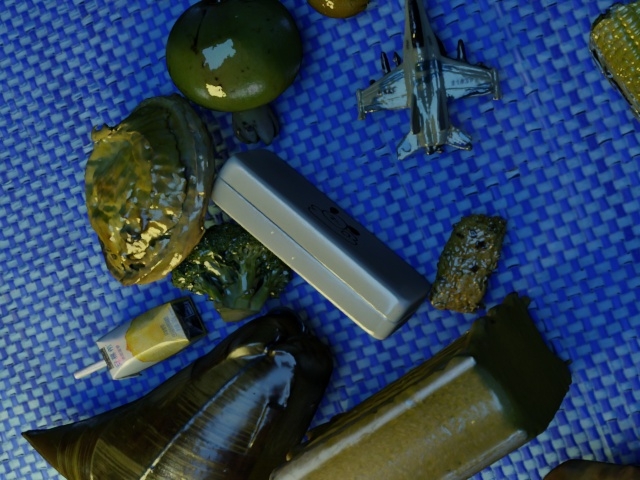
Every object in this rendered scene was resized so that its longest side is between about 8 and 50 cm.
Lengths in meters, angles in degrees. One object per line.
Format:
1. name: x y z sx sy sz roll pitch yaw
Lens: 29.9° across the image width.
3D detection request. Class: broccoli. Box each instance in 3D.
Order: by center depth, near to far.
1. broccoli: -0.120 0.043 1.660 0.146 0.162 0.137 -41 50 44

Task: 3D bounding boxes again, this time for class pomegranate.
1. pomegranate: -0.098 -0.234 1.597 0.179 0.179 0.210 -37 111 21

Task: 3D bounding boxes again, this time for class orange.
1. orange: 0.022 -0.333 1.574 0.095 0.085 0.085 31 109 -7

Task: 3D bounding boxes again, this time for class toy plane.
1. toy plane: 0.134 -0.240 1.553 0.192 0.088 0.261 -6 87 16

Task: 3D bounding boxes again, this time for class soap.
1. soap: 0.132 0.229 1.513 0.335 0.293 0.156 -36 89 21

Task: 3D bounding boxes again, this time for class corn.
1. corn: 0.442 -0.171 1.435 0.305 0.122 0.123 55 155 7

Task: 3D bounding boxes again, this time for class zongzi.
1. zongzi: -0.219 0.229 1.705 0.432 0.208 0.403 28 104 24

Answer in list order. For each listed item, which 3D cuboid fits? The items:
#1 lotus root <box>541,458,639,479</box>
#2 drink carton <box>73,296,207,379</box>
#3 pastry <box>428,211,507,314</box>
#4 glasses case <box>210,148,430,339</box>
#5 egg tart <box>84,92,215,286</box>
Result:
1. lotus root: 0.391 0.407 1.488 0.316 0.316 0.249 13 84 18
2. drink carton: -0.269 0.155 1.764 0.200 0.074 0.084 -27 88 23
3. pastry: 0.194 0.031 1.583 0.080 0.056 0.140 14 101 6
4. glasses case: 0.000 0.000 1.608 0.313 0.131 0.070 40 110 11
5. egg tart: -0.257 -0.077 1.647 0.291 0.107 0.290 -13 73 49
